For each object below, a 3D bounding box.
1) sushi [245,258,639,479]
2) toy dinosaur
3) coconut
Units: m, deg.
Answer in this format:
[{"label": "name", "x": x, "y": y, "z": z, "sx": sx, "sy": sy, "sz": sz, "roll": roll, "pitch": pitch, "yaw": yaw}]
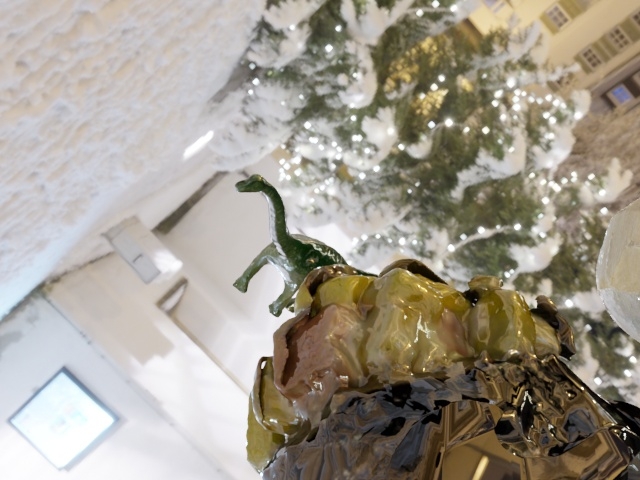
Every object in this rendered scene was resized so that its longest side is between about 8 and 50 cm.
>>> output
[{"label": "sushi", "x": 0.085, "y": 0.198, "z": 0.600, "sx": 0.328, "sy": 0.285, "sz": 0.329, "roll": -9, "pitch": 136, "yaw": -20}, {"label": "toy dinosaur", "x": 0.000, "y": 0.000, "z": 0.965, "sx": 0.447, "sy": 0.087, "sz": 0.301, "roll": -5, "pitch": 142, "yaw": -42}, {"label": "coconut", "x": 0.573, "y": 0.060, "z": 1.017, "sx": 0.245, "sy": 0.245, "sz": 0.247, "roll": -28, "pitch": -141, "yaw": 66}]
